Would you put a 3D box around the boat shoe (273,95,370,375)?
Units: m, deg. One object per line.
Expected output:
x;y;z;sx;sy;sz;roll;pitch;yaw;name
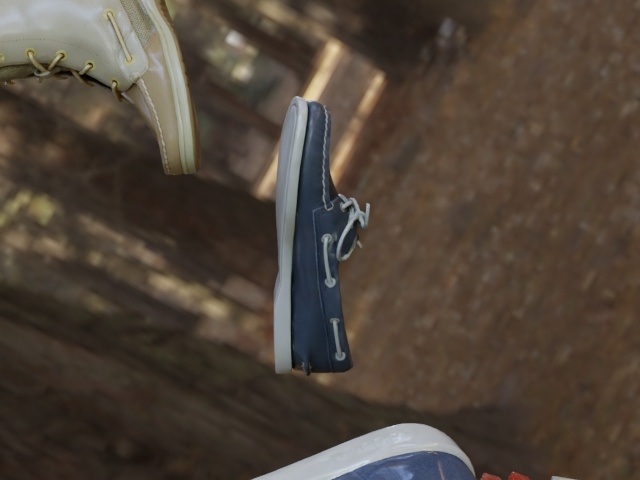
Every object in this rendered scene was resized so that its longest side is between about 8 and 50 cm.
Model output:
0.000;0.000;1.491;0.095;0.079;0.254;-100;11;-74;boat shoe

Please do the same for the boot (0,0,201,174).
-0.229;-0.156;1.558;0.203;0.262;0.095;-18;-14;-9;boot

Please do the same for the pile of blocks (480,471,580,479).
0.175;0.322;1.892;0.362;0.149;0.112;-9;56;28;pile of blocks

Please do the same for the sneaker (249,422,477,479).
-0.045;0.243;1.099;0.350;0.131;0.148;-26;37;-3;sneaker
